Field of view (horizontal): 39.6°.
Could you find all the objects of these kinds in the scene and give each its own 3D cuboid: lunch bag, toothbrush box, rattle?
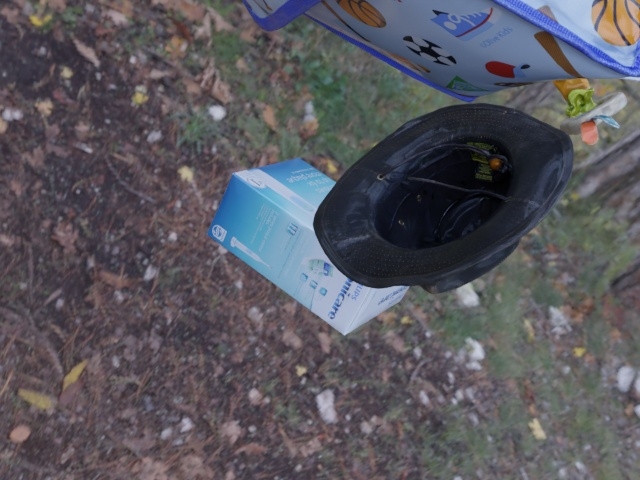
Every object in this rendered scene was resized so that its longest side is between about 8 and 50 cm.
[{"bbox_3d":[0.059,-0.273,0.708,0.385,0.328,0.239,25,88,-16],"label":"lunch bag"},{"bbox_3d":[0.000,0.000,1.470,0.295,0.126,0.216,36,27,19],"label":"toothbrush box"},{"bbox_3d":[0.460,-0.253,1.557,0.200,0.130,0.143,-34,112,-58],"label":"rattle"}]

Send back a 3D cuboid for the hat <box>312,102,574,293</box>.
[{"bbox_3d":[0.159,-0.026,1.102,0.331,0.331,0.134,-61,141,-38],"label":"hat"}]

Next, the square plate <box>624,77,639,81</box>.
[{"bbox_3d":[0.511,-0.371,1.176,0.347,0.344,0.049,7,31,-6],"label":"square plate"}]
